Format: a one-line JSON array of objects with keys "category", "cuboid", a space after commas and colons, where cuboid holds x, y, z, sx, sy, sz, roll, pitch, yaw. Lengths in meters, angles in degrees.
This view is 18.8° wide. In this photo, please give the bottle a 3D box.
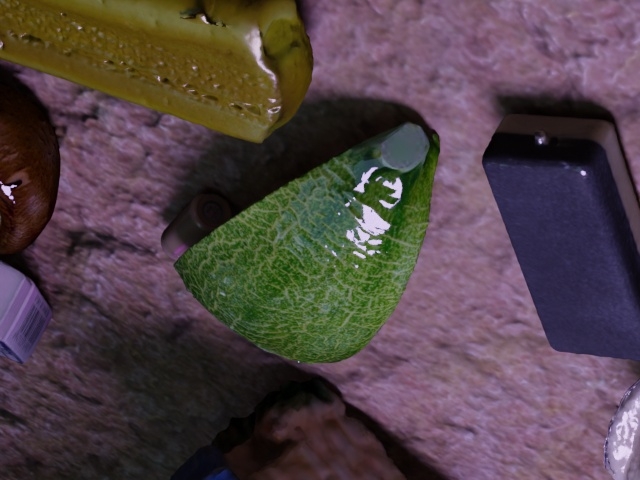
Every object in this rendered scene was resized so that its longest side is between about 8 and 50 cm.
[{"category": "bottle", "cuboid": [-0.125, -0.013, 1.938, 0.045, 0.045, 0.096, 38, 148, -9]}]

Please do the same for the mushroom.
[{"category": "mushroom", "cuboid": [-0.347, -0.085, 1.959, 0.231, 0.138, 0.194, 21, 162, 36]}]

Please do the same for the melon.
[{"category": "melon", "cuboid": [0.000, 0.000, 1.785, 0.196, 0.124, 0.323, 29, 148, -9]}]

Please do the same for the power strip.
[{"category": "power strip", "cuboid": [0.222, -0.004, 1.651, 0.105, 0.070, 0.257, 5, 139, 31]}]

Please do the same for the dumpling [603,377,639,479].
[{"category": "dumpling", "cuboid": [0.374, 0.170, 1.707, 0.247, 0.142, 0.172, 3, 107, 16]}]

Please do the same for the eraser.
[{"category": "eraser", "cuboid": [-0.372, 0.062, 2.098, 0.130, 0.086, 0.287, 25, 170, 1]}]

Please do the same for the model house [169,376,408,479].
[{"category": "model house", "cuboid": [-0.109, 0.445, 2.026, 0.395, 0.400, 0.445, 50, 129, 10]}]

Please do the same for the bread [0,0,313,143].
[{"category": "bread", "cuboid": [-0.180, -0.207, 1.673, 0.383, 0.112, 0.166, 19, 141, 19]}]
